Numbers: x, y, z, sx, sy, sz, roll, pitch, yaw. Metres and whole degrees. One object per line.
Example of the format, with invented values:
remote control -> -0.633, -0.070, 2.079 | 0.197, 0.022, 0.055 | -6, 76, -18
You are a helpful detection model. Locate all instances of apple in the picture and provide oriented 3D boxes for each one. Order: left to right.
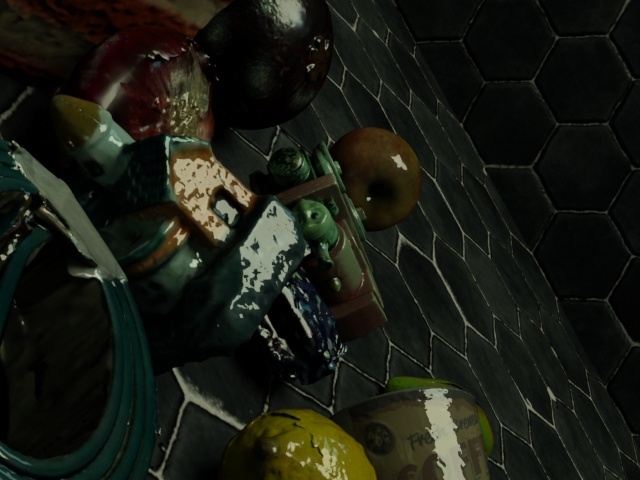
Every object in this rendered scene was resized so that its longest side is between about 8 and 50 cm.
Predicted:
apple -> 0.093, -0.116, 2.200 | 0.188, 0.188, 0.174 | 51, 16, -21

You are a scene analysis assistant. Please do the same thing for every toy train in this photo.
toy train -> 0.000, 0.000, 1.801 | 0.304, 0.150, 0.221 | 63, 6, -53

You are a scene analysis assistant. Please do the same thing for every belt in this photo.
belt -> -0.285, 0.096, 1.005 | 0.300, 0.173, 0.436 | 49, 21, -32

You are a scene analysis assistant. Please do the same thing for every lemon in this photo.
lemon -> -0.026, 0.281, 1.366 | 0.193, 0.181, 0.180 | -1, 62, -63

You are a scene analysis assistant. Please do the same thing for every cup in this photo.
cup -> 0.096, 0.342, 1.545 | 0.301, 0.227, 0.257 | 11, 52, -35

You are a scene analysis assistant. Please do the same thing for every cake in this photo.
cake -> -0.286, -0.374, 1.467 | 0.269, 0.320, 0.270 | 20, 38, -57

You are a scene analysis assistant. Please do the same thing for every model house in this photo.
model house -> -0.199, -0.021, 1.234 | 0.291, 0.253, 0.184 | 51, 54, -23

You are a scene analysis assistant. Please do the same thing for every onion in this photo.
onion -> -0.245, -0.129, 1.440 | 0.272, 0.195, 0.272 | -43, 140, -51

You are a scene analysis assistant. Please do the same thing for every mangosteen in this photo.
mangosteen -> -0.119, -0.314, 1.890 | 0.288, 0.288, 0.288 | 48, 22, -27

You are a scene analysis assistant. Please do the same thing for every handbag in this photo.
handbag -> -0.070, 0.082, 1.635 | 0.260, 0.113, 0.162 | 57, 8, 6

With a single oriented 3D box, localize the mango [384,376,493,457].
mango -> 0.201, 0.291, 1.992 | 0.233, 0.111, 0.125 | 37, 13, -21
